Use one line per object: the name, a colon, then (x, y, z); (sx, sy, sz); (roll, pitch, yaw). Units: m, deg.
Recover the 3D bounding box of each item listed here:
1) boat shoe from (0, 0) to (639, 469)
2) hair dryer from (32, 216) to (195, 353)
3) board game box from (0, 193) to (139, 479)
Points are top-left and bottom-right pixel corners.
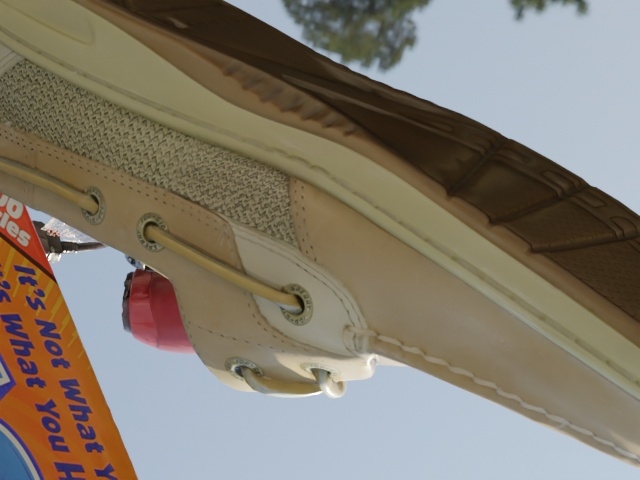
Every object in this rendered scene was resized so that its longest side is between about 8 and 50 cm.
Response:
boat shoe: (0.000, 0.000, 0.453); (0.302, 0.098, 0.109); (30, -160, 20)
hair dryer: (-0.089, 0.031, 1.027); (0.293, 0.223, 0.080); (17, -110, -35)
board game box: (-0.328, 0.204, 0.701); (0.356, 0.356, 0.357); (-8, -110, -55)
